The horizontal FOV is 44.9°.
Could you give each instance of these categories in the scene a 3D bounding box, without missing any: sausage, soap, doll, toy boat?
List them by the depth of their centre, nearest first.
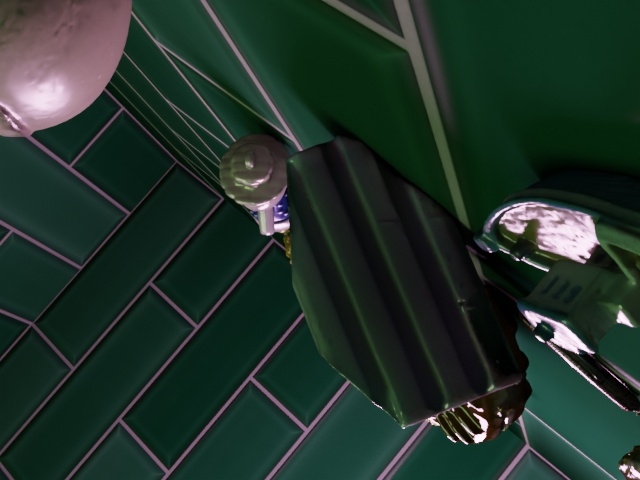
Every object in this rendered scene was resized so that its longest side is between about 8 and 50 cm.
[{"bbox_3d":[0.163,0.015,0.495,0.088,0.102,0.215,45,174,-22],"label":"toy boat"},{"bbox_3d":[0.070,0.042,0.876,0.109,0.192,0.324,55,-168,-84],"label":"soap"},{"bbox_3d":[0.305,0.140,0.911,0.198,0.025,0.028,42,-154,-2],"label":"sausage"},{"bbox_3d":[-0.089,-0.086,1.288,0.119,0.138,0.293,10,167,11],"label":"doll"}]

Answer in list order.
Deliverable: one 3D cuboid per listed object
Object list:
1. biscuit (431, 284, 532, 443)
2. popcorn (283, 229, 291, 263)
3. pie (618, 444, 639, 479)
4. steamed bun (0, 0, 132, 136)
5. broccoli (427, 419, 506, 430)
[{"bbox_3d":[0.178,0.155,1.124,0.268,0.115,0.366,68,168,-22],"label":"biscuit"},{"bbox_3d":[0.000,0.000,1.446,0.145,0.126,0.125,23,-165,16],"label":"popcorn"},{"bbox_3d":[0.511,0.359,0.975,0.277,0.079,0.277,38,175,4],"label":"pie"},{"bbox_3d":[-0.320,-0.281,0.691,0.374,0.241,0.374,45,173,7],"label":"steamed bun"},{"bbox_3d":[0.247,0.285,1.625,0.254,0.186,0.302,33,173,-35],"label":"broccoli"}]
